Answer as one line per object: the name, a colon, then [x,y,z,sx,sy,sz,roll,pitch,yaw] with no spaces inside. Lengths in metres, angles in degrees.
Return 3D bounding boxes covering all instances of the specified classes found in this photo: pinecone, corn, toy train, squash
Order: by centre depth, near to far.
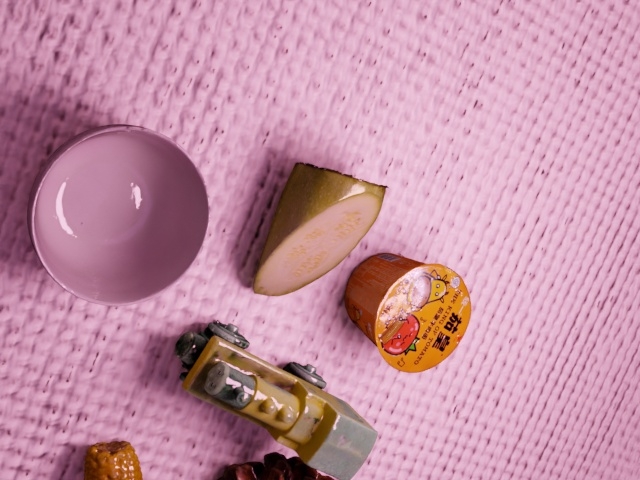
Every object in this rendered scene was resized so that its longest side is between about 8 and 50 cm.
squash: [0.000,0.000,1.672,0.189,0.189,0.260,16,93,-31]
toy train: [-0.094,0.280,1.677,0.369,0.237,0.150,32,91,-31]
corn: [-0.363,0.528,1.682,0.121,0.120,0.363,-12,109,-24]
pinecone: [-0.090,0.552,1.759,0.298,0.242,0.296,-45,123,-2]

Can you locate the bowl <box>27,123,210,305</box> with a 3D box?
bowl: [-0.333,-0.052,1.503,0.287,0.144,0.286,-9,110,-25]

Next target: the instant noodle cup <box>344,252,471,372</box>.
instant noodle cup: [0.156,0.125,1.799,0.216,0.172,0.215,-9,110,-26]
